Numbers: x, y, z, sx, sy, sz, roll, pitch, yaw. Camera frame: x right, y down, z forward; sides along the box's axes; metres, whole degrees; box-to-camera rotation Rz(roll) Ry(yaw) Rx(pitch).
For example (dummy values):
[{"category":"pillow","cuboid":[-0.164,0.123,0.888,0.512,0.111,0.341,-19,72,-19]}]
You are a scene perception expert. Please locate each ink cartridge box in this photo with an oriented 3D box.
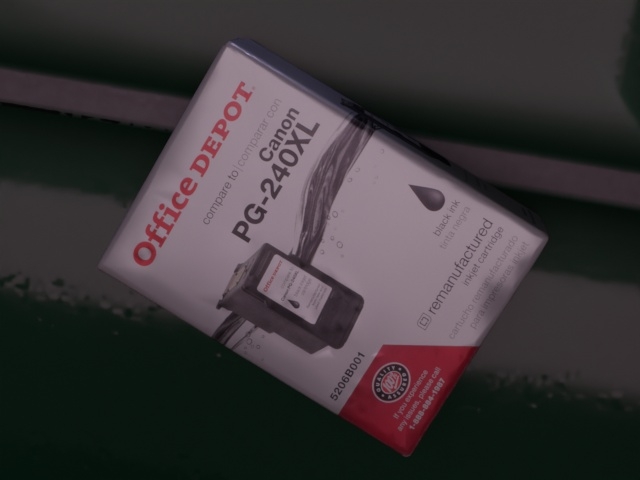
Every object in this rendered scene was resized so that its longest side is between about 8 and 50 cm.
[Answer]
[{"category":"ink cartridge box","cuboid":[0.000,0.000,0.568,0.150,0.063,0.109,31,101,-1]}]
